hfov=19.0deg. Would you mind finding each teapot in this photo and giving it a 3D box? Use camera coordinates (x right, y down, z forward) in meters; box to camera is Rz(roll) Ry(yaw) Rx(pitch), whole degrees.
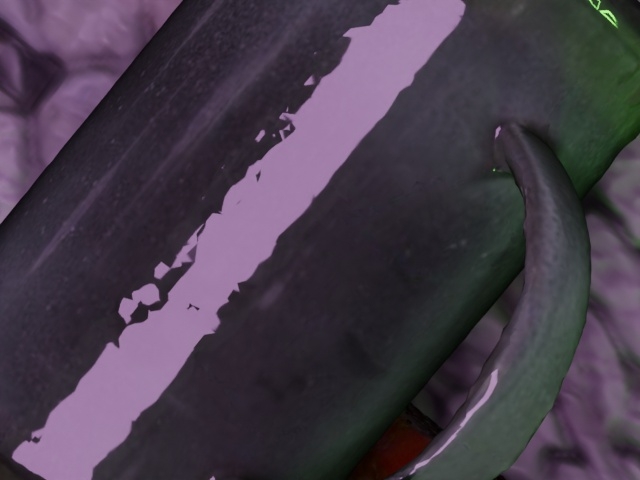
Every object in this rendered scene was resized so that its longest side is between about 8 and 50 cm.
[{"bbox_3d":[0.000,0.000,0.728,0.337,0.200,0.270,-51,37,2],"label":"teapot"}]

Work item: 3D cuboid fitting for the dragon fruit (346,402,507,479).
[{"bbox_3d":[0.045,0.135,0.795,0.147,0.096,0.102,26,100,13],"label":"dragon fruit"}]
